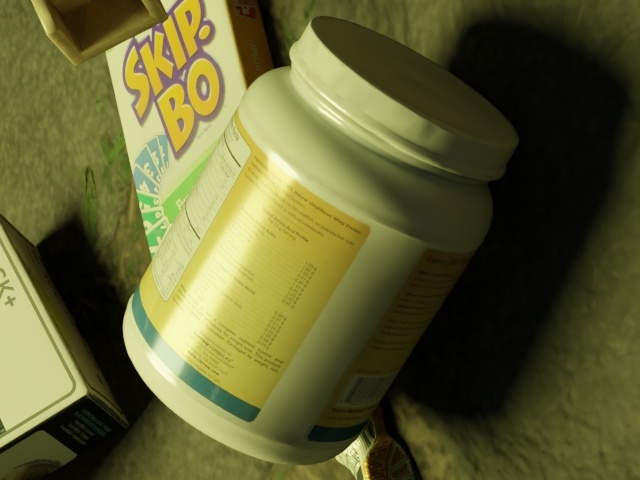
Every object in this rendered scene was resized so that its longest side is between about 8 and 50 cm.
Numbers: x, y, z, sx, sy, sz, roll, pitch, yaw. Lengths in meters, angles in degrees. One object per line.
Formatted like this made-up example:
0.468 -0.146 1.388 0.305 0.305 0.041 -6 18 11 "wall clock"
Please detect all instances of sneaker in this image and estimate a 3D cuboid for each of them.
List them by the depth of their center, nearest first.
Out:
0.027 0.124 0.893 0.037 0.032 0.083 -51 52 50 "sneaker"

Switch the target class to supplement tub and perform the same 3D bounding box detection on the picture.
0.000 0.000 0.812 0.144 0.144 0.200 44 113 34 "supplement tub"

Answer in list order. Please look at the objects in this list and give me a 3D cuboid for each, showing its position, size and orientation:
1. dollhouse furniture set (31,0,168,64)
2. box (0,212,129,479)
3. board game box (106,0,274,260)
-0.077 -0.277 0.718 0.303 0.355 0.174 -27 71 3 "dollhouse furniture set"
-0.299 0.124 1.064 0.290 0.087 0.169 -30 65 -1 "box"
-0.074 -0.073 0.974 0.124 0.039 0.259 -22 75 44 "board game box"
